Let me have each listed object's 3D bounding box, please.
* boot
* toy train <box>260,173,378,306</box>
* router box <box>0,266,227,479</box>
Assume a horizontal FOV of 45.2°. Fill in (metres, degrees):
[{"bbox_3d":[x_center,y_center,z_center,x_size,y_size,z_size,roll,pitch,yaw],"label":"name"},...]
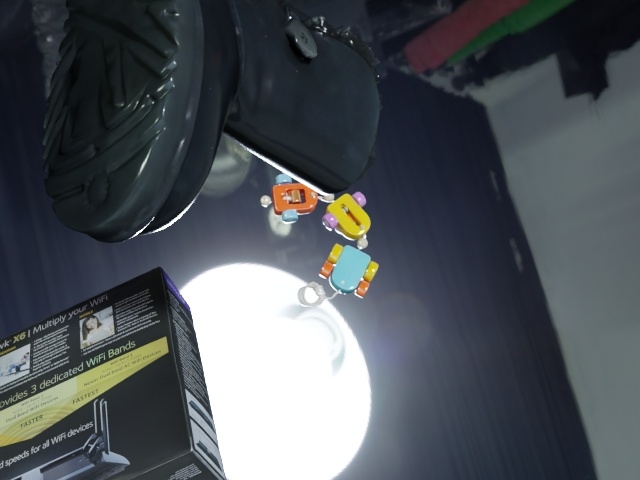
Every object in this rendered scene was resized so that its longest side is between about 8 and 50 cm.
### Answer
[{"bbox_3d":[-0.038,-0.076,0.431,0.094,0.246,0.207,-33,-42,27],"label":"boot"},{"bbox_3d":[0.000,0.000,0.908,0.125,0.166,0.046,-10,-19,-13],"label":"toy train"},{"bbox_3d":[-0.265,0.189,0.768,0.309,0.243,0.081,-24,-47,2],"label":"router box"}]
